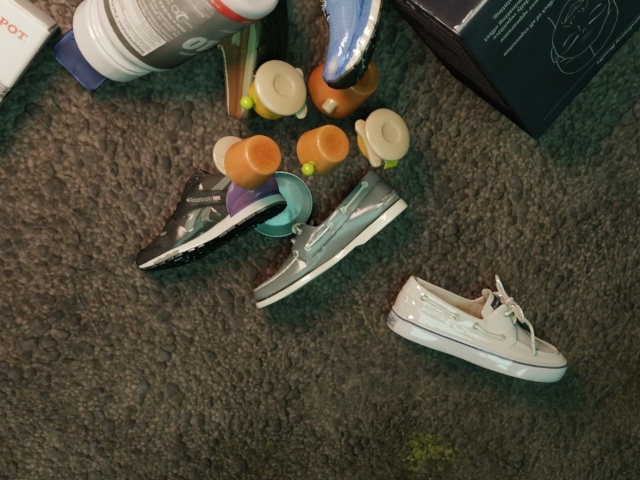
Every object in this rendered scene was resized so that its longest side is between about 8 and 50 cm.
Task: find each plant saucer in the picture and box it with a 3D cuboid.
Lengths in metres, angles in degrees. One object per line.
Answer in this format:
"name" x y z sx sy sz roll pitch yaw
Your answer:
"plant saucer" -0.075 -0.065 1.401 0.119 0.021 0.120 -4 111 -9

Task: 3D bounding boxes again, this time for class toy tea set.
"toy tea set" -0.027 -0.180 1.252 0.335 0.124 0.200 -15 86 -33

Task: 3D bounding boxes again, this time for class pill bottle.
"pill bottle" -0.208 -0.337 1.133 0.283 0.161 0.161 -18 120 37

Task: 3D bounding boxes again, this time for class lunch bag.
"lunch bag" -0.351 -0.286 1.236 0.067 0.065 0.098 -30 116 27

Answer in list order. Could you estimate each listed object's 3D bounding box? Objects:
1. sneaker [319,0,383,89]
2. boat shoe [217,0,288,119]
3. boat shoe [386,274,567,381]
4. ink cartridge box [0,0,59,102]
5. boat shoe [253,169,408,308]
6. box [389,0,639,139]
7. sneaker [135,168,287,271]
"sneaker" 0.023 -0.386 1.211 0.147 0.130 0.330 4 79 1
"boat shoe" -0.120 -0.355 1.240 0.119 0.122 0.324 14 110 17
"boat shoe" 0.318 0.145 1.512 0.366 0.136 0.157 20 103 -7
"ink cartridge box" -0.548 -0.271 1.178 0.197 0.114 0.273 37 101 -21
"boat shoe" 0.000 0.000 1.410 0.319 0.116 0.099 -37 89 6
"box" 0.288 -0.372 1.148 0.293 0.212 0.395 -49 149 9
"sneaker" -0.200 -0.049 1.360 0.283 0.107 0.124 -28 81 12
